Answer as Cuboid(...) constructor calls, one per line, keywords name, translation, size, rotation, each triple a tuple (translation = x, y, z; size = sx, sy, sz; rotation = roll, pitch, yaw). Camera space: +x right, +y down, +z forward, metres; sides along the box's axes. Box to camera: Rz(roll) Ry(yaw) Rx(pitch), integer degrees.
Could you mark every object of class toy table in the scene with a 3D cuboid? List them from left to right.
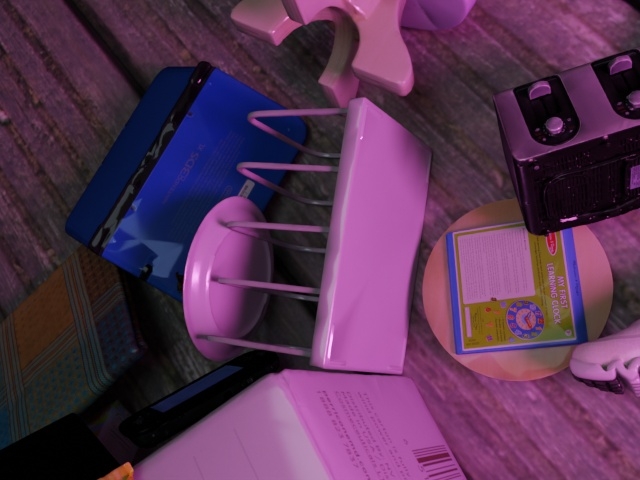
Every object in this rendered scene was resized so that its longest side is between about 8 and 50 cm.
Cuboid(name="toy table", translation=(0.030, -0.282, 0.906), size=(0.274, 0.252, 0.161), rotation=(25, 74, 36))

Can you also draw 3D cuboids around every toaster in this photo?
Cuboid(name="toaster", translation=(0.274, -0.094, 0.762), size=(0.168, 0.186, 0.110), rotation=(-17, 57, 12))

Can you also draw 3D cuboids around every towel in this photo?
Cuboid(name="towel", translation=(-0.400, 0.180, 1.080), size=(0.370, 0.040, 0.271), rotation=(-41, 46, 13))

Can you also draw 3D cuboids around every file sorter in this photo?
Cuboid(name="file sorter", translation=(0.000, 0.000, 0.876), size=(0.173, 0.192, 0.278), rotation=(5, 82, 30))

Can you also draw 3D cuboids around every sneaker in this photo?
Cuboid(name="sneaker", translation=(0.382, 0.074, 0.727), size=(0.292, 0.110, 0.118), rotation=(-17, 65, 14))

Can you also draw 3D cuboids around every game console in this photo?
Cuboid(name="game console", translation=(-0.218, 0.217, 0.893), size=(0.213, 0.361, 0.044), rotation=(5, 117, 60))
Cuboid(name="game console", translation=(-0.195, -0.085, 1.058), size=(0.250, 0.173, 0.293), rotation=(30, 83, -3))

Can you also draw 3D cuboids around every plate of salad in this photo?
Cuboid(name="plate of salad", translation=(-0.114, 0.045, 0.915), size=(0.048, 0.200, 0.200), rotation=(7, 83, 26))

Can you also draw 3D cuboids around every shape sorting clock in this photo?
Cuboid(name="shape sorting clock", translation=(0.216, 0.053, 0.841), size=(0.206, 0.040, 0.206), rotation=(-8, 70, 23))

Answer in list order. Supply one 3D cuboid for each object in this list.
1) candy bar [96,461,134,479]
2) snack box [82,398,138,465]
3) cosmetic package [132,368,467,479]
Cuboid(name="candy bar", translation=(-0.144, 0.264, 0.621), size=(0.040, 0.018, 0.162), rotation=(-35, 66, 17))
Cuboid(name="snack box", translation=(-0.333, 0.324, 0.972), size=(0.174, 0.207, 0.070), rotation=(-32, 109, 18))
Cuboid(name="cosmetic package", translation=(-0.042, 0.369, 0.745), size=(0.393, 0.327, 0.329), rotation=(-37, 66, 16))
